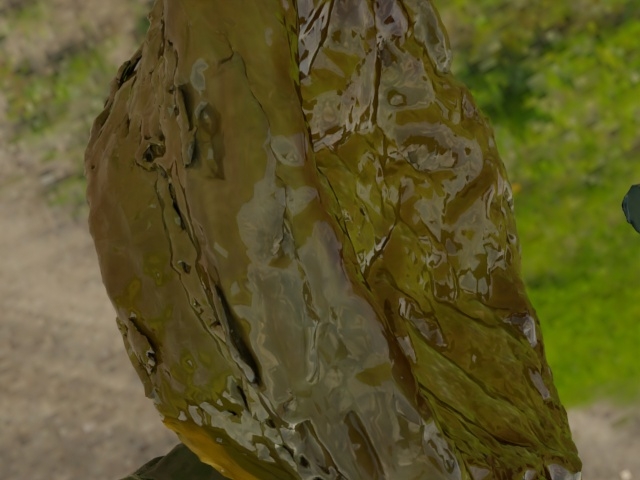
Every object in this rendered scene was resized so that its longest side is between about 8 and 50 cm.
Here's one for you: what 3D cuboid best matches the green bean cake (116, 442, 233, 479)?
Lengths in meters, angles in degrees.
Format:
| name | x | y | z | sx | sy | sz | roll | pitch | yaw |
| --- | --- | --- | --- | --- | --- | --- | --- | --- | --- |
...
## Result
| name | x | y | z | sx | sy | sz | roll | pitch | yaw |
| --- | --- | --- | --- | --- | --- | --- | --- | --- | --- |
| green bean cake | -0.076 | 0.302 | 1.029 | 0.218 | 0.335 | 0.319 | 12 | -150 | 44 |

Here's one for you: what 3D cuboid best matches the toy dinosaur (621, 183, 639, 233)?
| name | x | y | z | sx | sy | sz | roll | pitch | yaw |
| --- | --- | --- | --- | --- | --- | --- | --- | --- | --- |
| toy dinosaur | 0.222 | -0.006 | 0.819 | 0.144 | 0.076 | 0.329 | -10 | 175 | -15 |

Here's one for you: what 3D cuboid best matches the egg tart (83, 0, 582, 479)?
| name | x | y | z | sx | sy | sz | roll | pitch | yaw |
| --- | --- | --- | --- | --- | --- | --- | --- | --- | --- |
| egg tart | 0.001 | 0.004 | 0.839 | 0.129 | 0.341 | 0.341 | -25 | 163 | 22 |
